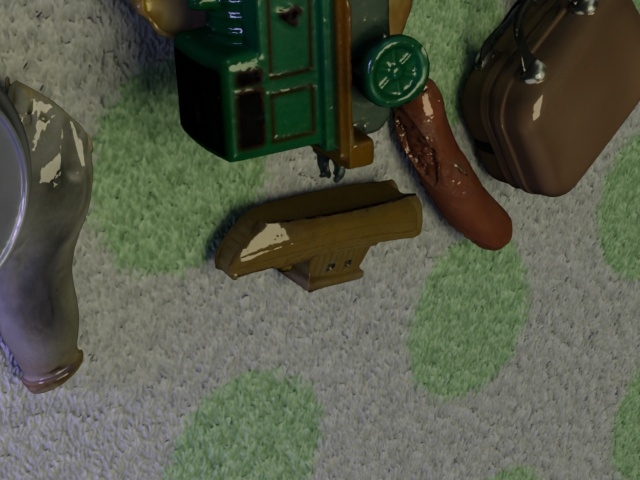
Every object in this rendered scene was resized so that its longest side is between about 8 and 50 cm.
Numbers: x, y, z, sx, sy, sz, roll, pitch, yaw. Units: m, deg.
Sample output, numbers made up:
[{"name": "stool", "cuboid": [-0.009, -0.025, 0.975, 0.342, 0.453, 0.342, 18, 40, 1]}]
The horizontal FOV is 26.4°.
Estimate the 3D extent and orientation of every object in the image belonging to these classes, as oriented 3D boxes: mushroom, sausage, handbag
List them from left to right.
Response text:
[{"name": "mushroom", "cuboid": [-0.303, 0.001, 1.460, 0.109, 0.097, 0.351, -12, 117, -38]}, {"name": "sausage", "cuboid": [0.179, -0.099, 1.895, 0.087, 0.079, 0.326, -44, 130, -9]}, {"name": "handbag", "cuboid": [0.331, -0.245, 1.941, 0.302, 0.149, 0.283, -50, 135, -16]}]

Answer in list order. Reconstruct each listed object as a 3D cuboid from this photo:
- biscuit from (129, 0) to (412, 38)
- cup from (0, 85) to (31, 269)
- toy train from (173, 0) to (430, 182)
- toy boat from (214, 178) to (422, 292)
[{"name": "biscuit", "cuboid": [-0.023, -0.372, 1.580, 0.429, 0.104, 0.446, 10, 101, -46]}, {"name": "cup", "cuboid": [-0.416, -0.107, 1.138, 0.237, 0.327, 0.323, -23, 119, -37]}, {"name": "toy train", "cuboid": [-0.033, -0.249, 1.436, 0.249, 0.178, 0.429, -17, 120, -26]}, {"name": "toy boat", "cuboid": [0.000, 0.000, 1.754, 0.321, 0.089, 0.121, -15, 127, -40]}]
